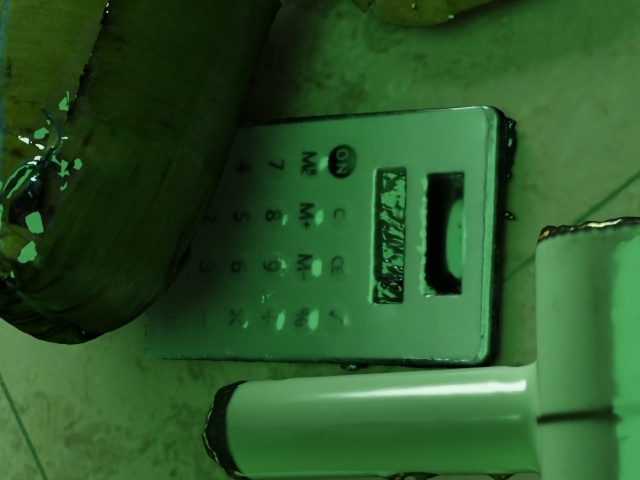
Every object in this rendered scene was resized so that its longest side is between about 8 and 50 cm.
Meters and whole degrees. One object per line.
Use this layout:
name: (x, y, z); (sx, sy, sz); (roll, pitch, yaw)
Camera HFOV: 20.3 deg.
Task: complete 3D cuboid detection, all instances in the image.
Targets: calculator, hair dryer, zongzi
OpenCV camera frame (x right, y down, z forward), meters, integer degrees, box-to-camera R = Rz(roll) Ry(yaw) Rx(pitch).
calculator: (0.000, 0.000, 1.114); (0.262, 0.021, 0.161); (-2, 82, 33)
hair dryer: (0.075, 0.103, 0.983); (0.362, 0.128, 0.203); (-6, 81, 31)
zongzi: (-0.201, -0.110, 1.164); (0.360, 0.160, 0.323); (11, 73, 41)

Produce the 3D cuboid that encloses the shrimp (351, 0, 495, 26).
shrimp: (0.093, -0.181, 1.066); (0.217, 0.051, 0.115); (10, 95, 32)
